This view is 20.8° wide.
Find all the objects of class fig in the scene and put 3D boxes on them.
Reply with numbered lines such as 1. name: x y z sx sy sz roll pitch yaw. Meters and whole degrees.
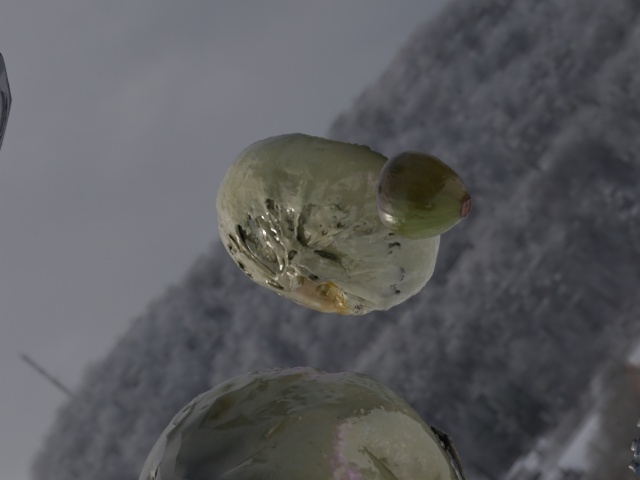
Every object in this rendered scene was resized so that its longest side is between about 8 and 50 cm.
1. fig: 0.088 -0.036 1.454 0.074 0.088 0.074 -18 -65 -44

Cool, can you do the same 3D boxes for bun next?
1. bun: 0.000 0.000 2.086 0.287 0.287 0.146 112 -176 -58
2. bun: -0.034 0.201 1.013 0.168 0.273 0.273 16 -61 -35

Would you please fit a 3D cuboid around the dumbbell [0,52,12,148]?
1. dumbbell: -0.501 -0.163 1.883 0.160 0.324 0.144 96 -171 -61

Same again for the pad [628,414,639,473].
1. pad: 0.387 0.076 1.452 0.012 0.269 0.270 26 108 59
